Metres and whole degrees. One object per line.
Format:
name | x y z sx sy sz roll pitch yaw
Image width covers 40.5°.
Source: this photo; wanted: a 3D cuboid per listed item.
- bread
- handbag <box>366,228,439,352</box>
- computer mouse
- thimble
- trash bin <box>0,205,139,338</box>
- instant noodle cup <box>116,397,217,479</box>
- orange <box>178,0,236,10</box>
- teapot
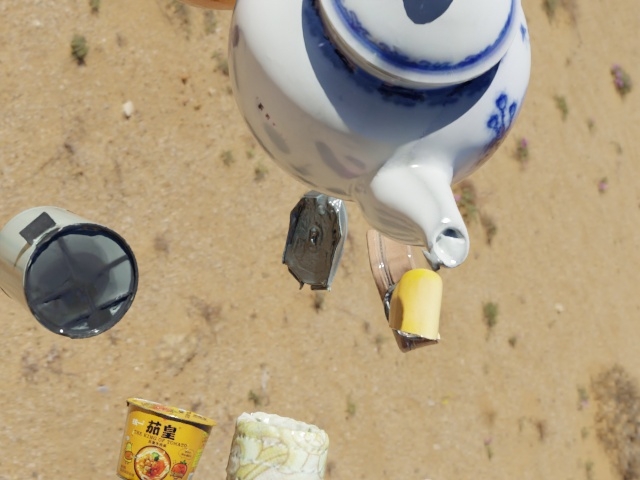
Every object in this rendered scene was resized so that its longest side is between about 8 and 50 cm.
bread | 0.096 0.078 0.899 0.049 0.062 0.103 23 43 -8
handbag | 0.134 0.081 1.395 0.151 0.072 0.193 -91 164 -60
computer mouse | 0.000 -0.001 1.751 0.071 0.126 0.231 -22 129 -54
thimble | -0.075 0.340 1.299 0.137 0.190 0.144 12 85 -34
trash bin | -0.502 0.053 1.693 0.217 0.262 0.277 -42 119 -20
instant noodle cup | -0.358 0.464 1.958 0.215 0.215 0.172 25 77 -49
orange | -0.125 -0.414 1.007 0.284 0.226 0.284 17 71 -60
teapot | 0.056 -0.166 0.698 0.252 0.280 0.424 -1 72 -15
